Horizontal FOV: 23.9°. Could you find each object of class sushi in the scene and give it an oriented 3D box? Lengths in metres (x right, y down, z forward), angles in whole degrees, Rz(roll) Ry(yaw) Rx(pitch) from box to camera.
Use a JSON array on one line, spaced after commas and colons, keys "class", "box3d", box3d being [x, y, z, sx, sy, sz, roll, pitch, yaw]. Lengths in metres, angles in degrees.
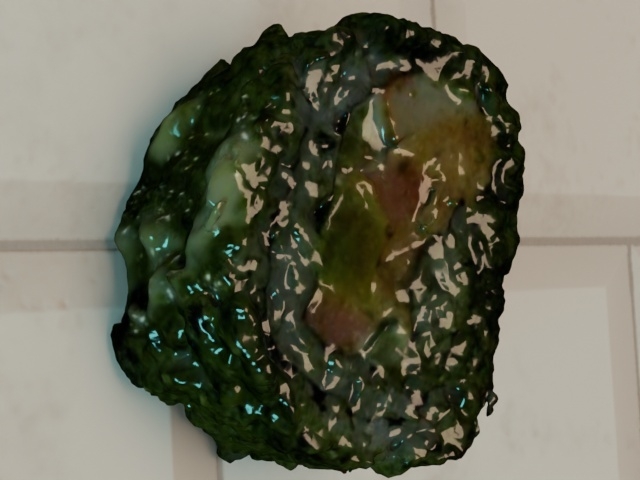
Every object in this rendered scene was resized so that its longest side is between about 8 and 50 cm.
[{"class": "sushi", "box3d": [0.000, 0.000, 1.163, 0.294, 0.178, 0.352, 24, 72, -37]}]
